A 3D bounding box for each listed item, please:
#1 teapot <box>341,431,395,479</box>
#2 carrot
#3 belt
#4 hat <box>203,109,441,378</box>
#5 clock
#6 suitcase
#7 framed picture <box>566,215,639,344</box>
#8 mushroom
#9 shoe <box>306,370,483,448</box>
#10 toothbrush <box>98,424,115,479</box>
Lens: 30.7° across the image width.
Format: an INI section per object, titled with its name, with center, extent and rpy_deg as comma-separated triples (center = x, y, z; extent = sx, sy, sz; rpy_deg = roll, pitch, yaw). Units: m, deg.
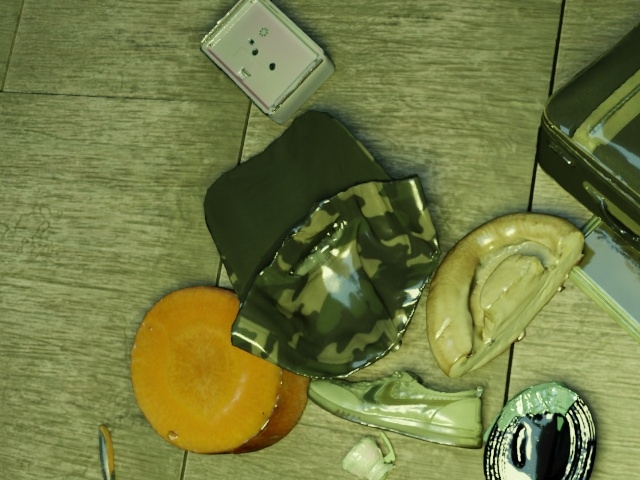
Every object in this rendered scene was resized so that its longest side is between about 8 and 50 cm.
[teapot]
center = 0.079, 0.326, 1.732
extent = 0.064, 0.064, 0.083
rpy_deg = 42, 62, 16
[carrot]
center = -0.167, 0.198, 1.825
extent = 0.307, 0.100, 0.258
rpy_deg = 40, 89, 25
[belt]
center = 0.305, 0.292, 1.634
extent = 0.151, 0.078, 0.198
rpy_deg = 20, 83, 8
[hat]
center = 0.000, 0.000, 1.807
extent = 0.366, 0.257, 0.381
rpy_deg = -34, 31, 6
[clock]
center = -0.088, -0.306, 1.929
extent = 0.144, 0.073, 0.193
rpy_deg = -45, 68, 4
[suitcase]
center = 0.509, -0.100, 1.587
extent = 0.283, 0.194, 0.434
rpy_deg = -40, 64, -13
[framed picture]
center = 0.486, 0.042, 1.674
extent = 0.197, 0.014, 0.252
rpy_deg = -46, 67, 5
[mushroom]
center = 0.240, 0.060, 1.687
extent = 0.285, 0.156, 0.151
rpy_deg = -46, 59, -8
[shoe]
center = 0.112, 0.236, 1.718
extent = 0.275, 0.103, 0.098
rpy_deg = 11, 80, 16
[toothbrush]
center = -0.322, 0.452, 1.860
extent = 0.031, 0.023, 0.320
rpy_deg = -15, 73, 13
